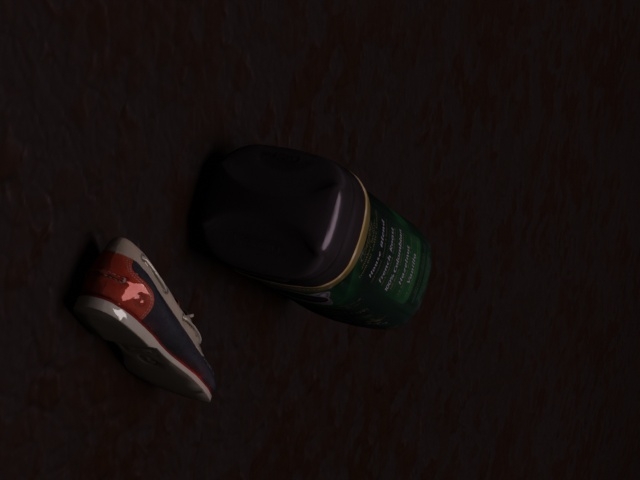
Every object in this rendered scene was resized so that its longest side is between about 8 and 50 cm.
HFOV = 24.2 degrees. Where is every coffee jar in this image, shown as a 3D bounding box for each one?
[{"bbox_3d":[0.000,0.000,0.926,0.184,0.096,0.079,33,71,-67],"label":"coffee jar"}]

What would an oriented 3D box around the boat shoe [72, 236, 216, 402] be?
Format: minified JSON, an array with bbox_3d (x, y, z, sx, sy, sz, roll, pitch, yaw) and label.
[{"bbox_3d":[-0.088,0.047,0.807,0.137,0.049,0.043,55,48,-54],"label":"boat shoe"}]
